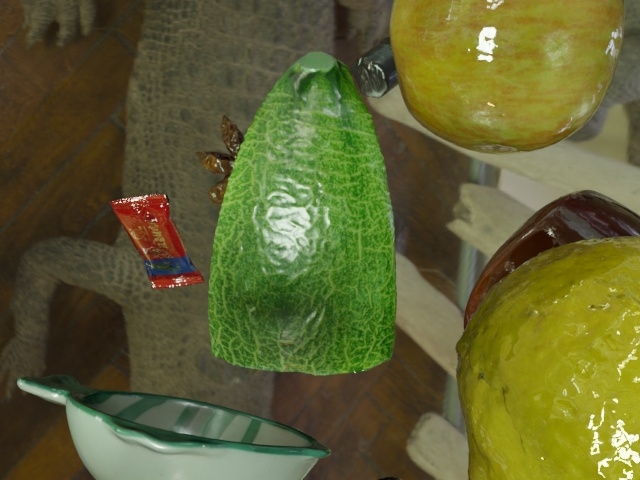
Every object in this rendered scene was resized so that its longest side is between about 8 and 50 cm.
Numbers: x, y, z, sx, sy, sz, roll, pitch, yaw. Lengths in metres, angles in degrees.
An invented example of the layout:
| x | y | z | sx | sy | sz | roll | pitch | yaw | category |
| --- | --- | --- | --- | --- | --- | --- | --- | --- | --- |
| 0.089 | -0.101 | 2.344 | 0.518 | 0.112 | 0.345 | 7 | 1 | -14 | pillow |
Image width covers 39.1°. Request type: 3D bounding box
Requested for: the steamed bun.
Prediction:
| x | y | z | sx | sy | sz | roll | pitch | yaw | category |
| --- | --- | --- | --- | --- | --- | --- | --- | --- | --- |
| 0.383 | 0.065 | 1.286 | 0.379 | 0.235 | 0.248 | -9 | 135 | -55 | steamed bun |

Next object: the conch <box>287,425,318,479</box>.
| x | y | z | sx | sy | sz | roll | pitch | yaw | category |
| --- | --- | --- | --- | --- | --- | --- | --- | --- | --- |
| -0.088 | 0.344 | 1.395 | 0.173 | 0.106 | 0.116 | -38 | 136 | 3 | conch |

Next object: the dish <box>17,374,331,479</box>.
| x | y | z | sx | sy | sz | roll | pitch | yaw | category |
| --- | --- | --- | --- | --- | --- | --- | --- | --- | --- |
| -0.117 | 0.168 | 0.695 | 0.224 | 0.246 | 0.078 | 27 | 75 | -75 | dish |

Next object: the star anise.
| x | y | z | sx | sy | sz | roll | pitch | yaw | category |
| --- | --- | --- | --- | --- | --- | --- | --- | --- | --- |
| -0.136 | -0.136 | 1.668 | 0.111 | 0.213 | 0.196 | 24 | 68 | -64 | star anise |

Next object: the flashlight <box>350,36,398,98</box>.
| x | y | z | sx | sy | sz | roll | pitch | yaw | category |
| --- | --- | --- | --- | --- | --- | --- | --- | --- | --- |
| 0.229 | -0.442 | 1.942 | 0.424 | 0.103 | 0.103 | -40 | 120 | -31 | flashlight |

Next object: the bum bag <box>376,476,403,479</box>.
| x | y | z | sx | sy | sz | roll | pitch | yaw | category |
| --- | --- | --- | --- | --- | --- | --- | --- | --- | --- |
| 0.069 | 0.296 | 0.678 | 0.060 | 0.106 | 0.232 | -8 | 81 | -1 | bum bag |

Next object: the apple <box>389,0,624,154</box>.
| x | y | z | sx | sy | sz | roll | pitch | yaw | category |
| --- | --- | --- | --- | --- | --- | --- | --- | --- | --- |
| 0.187 | -0.221 | 0.979 | 0.264 | 0.264 | 0.264 | -8 | 106 | -30 | apple |

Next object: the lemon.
| x | y | z | sx | sy | sz | roll | pitch | yaw | category |
| --- | --- | --- | --- | --- | --- | --- | --- | --- | --- |
| 0.324 | 0.157 | 0.933 | 0.387 | 0.350 | 0.349 | -26 | 117 | 2 | lemon |

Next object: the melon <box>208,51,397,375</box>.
| x | y | z | sx | sy | sz | roll | pitch | yaw | category |
| --- | --- | --- | --- | --- | --- | --- | --- | --- | --- |
| -0.015 | -0.026 | 0.930 | 0.196 | 0.124 | 0.323 | 2 | 108 | 0 | melon |

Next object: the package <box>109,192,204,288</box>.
| x | y | z | sx | sy | sz | roll | pitch | yaw | category |
| --- | --- | --- | --- | --- | --- | --- | --- | --- | --- |
| -0.231 | 0.005 | 1.293 | 0.083 | 0.022 | 0.200 | -4 | 140 | 8 | package |
